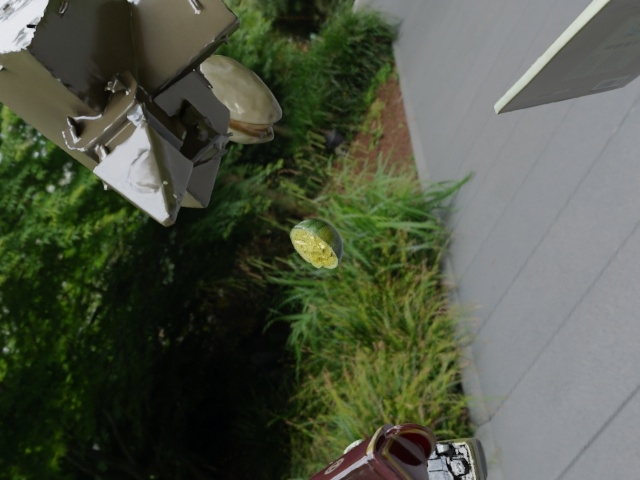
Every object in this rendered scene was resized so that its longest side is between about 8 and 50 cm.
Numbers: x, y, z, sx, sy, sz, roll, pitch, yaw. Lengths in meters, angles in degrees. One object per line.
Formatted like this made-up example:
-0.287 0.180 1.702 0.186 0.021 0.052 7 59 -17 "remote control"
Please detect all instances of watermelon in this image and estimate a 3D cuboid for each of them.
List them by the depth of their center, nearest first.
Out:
0.000 0.000 1.154 0.062 0.105 0.105 -48 -1 -25 "watermelon"

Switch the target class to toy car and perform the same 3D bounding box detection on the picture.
0.215 0.473 1.364 0.256 0.124 0.101 -18 75 29 "toy car"

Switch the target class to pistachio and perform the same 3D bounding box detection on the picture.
-0.147 -0.217 1.015 0.125 0.184 0.124 -58 -10 -17 "pistachio"

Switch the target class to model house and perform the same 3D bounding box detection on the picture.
-0.122 -0.096 0.460 0.176 0.181 0.248 -40 47 5 "model house"

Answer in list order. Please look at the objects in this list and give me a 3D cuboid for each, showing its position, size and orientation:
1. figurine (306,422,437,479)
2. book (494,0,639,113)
0.044 0.216 0.597 0.154 0.082 0.098 -40 7 16 "figurine"
0.375 -0.246 0.822 0.310 0.216 0.021 121 135 -76 "book"
